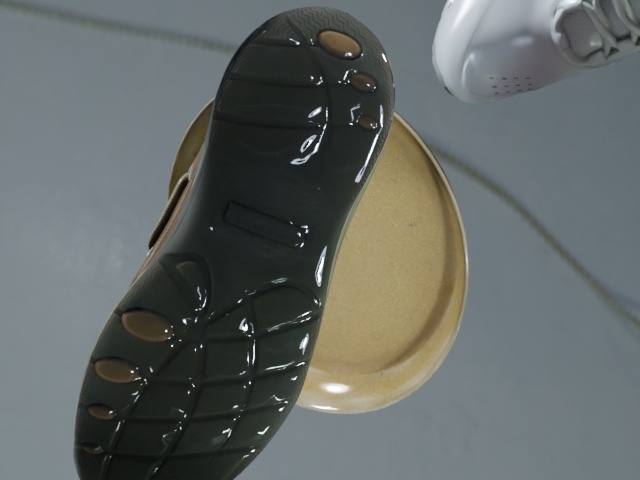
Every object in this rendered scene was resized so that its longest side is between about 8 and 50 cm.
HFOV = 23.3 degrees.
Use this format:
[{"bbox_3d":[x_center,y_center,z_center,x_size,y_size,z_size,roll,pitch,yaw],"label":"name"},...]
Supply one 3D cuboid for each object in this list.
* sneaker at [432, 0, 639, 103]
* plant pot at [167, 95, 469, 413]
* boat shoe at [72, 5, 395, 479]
[{"bbox_3d":[0.212,-0.176,1.039,0.297,0.129,0.111,-29,120,5],"label":"sneaker"},{"bbox_3d":[0.000,0.000,1.038,0.032,0.236,0.236,-25,91,-53],"label":"plant pot"},{"bbox_3d":[-0.046,0.011,0.936,0.123,0.120,0.324,26,102,-7],"label":"boat shoe"}]
